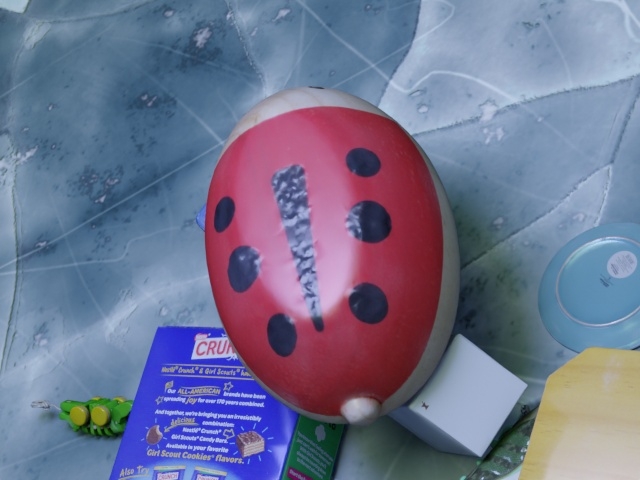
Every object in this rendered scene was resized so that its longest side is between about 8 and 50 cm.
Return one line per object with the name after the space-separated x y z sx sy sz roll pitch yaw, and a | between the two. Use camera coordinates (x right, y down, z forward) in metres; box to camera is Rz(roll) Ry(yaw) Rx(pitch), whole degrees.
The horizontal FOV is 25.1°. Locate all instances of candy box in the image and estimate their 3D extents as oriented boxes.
-0.122 0.276 1.860 0.268 0.122 0.317 0 62 32 | candy box

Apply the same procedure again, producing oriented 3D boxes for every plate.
0.356 0.054 1.781 0.188 0.024 0.188 -17 53 23 | plate

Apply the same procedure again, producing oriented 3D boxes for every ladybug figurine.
0.000 0.000 1.667 0.305 0.162 0.449 -23 60 10 | ladybug figurine

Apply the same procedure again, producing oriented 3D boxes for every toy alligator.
-0.335 0.254 2.055 0.190 0.056 0.051 -4 99 29 | toy alligator

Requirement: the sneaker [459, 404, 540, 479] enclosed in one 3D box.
0.243 0.272 1.665 0.410 0.158 0.182 -34 17 10 | sneaker

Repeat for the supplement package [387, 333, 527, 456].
0.152 0.185 1.705 0.105 0.105 0.179 -54 5 -11 | supplement package

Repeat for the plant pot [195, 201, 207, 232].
0.020 -0.011 1.903 0.236 0.212 0.236 -48 48 -4 | plant pot

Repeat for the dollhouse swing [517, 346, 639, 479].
0.407 0.298 1.448 0.305 0.315 0.347 -10 52 47 | dollhouse swing
